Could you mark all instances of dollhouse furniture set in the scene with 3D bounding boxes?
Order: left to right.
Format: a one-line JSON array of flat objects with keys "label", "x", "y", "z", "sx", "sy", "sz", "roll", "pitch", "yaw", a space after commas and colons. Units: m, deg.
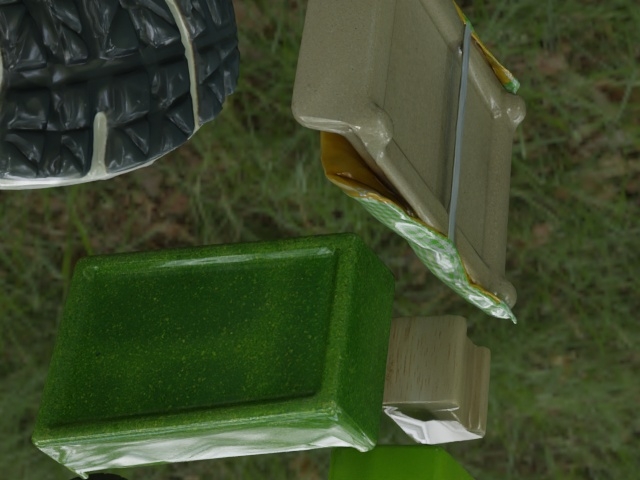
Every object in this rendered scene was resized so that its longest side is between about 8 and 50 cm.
[{"label": "dollhouse furniture set", "x": 0.000, "y": 0.000, "z": 0.663, "sx": 0.151, "sy": 0.301, "sz": 0.197, "roll": -8, "pitch": 146, "yaw": 27}]

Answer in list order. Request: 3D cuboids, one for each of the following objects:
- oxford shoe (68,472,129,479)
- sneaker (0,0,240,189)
[{"label": "oxford shoe", "x": -0.141, "y": 0.259, "z": 0.804, "sx": 0.083, "sy": 0.096, "sz": 0.227, "roll": -12, "pitch": 132, "yaw": -15}, {"label": "sneaker", "x": -0.162, "y": -0.052, "z": 0.384, "sx": 0.283, "sy": 0.110, "sz": 0.122, "roll": -14, "pitch": -179, "yaw": -31}]
